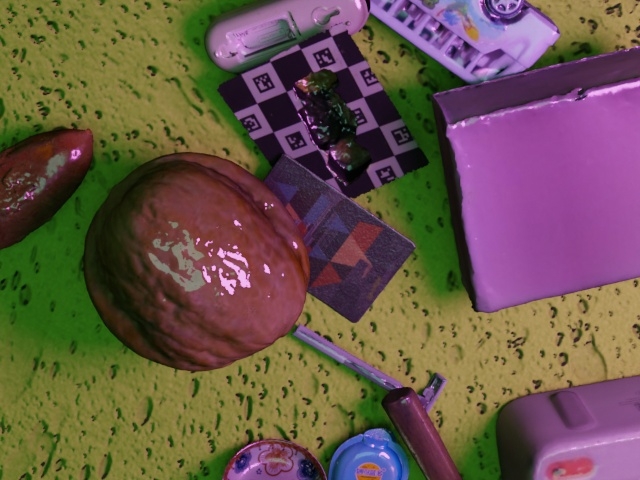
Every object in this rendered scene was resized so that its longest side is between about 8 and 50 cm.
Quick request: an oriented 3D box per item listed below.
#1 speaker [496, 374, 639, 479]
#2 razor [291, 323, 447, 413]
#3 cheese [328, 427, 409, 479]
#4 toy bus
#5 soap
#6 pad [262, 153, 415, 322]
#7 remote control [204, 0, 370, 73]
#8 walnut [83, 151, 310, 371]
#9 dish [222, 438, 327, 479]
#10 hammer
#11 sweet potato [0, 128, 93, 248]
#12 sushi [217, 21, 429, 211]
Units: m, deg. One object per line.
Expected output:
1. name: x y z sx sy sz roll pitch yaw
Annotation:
1. speaker: 0.444 0.278 1.664 0.406 0.184 0.183 -9 101 -1
2. razor: 0.057 0.169 1.706 0.211 0.036 0.084 29 95 -7
3. cheese: 0.051 0.366 1.740 0.106 0.037 0.256 12 106 -3
4. toy bus: 0.132 -0.314 1.593 0.329 0.109 0.136 35 106 -7
5. soap: 0.304 -0.071 1.602 0.296 0.107 0.285 -11 118 -1
6. pad: 0.000 0.000 1.675 0.211 0.003 0.143 34 110 -7
7. remote control: -0.044 -0.264 1.587 0.221 0.042 0.078 -15 117 23
8. walnut: -0.151 0.030 1.577 0.282 0.227 0.283 -1 94 -12
9. dish: -0.064 0.343 1.713 0.141 0.141 0.078 5 145 -7
10. hammer: 0.200 0.387 1.721 0.168 0.044 0.440 -27 103 13
11. sweet potato: -0.442 -0.024 1.622 0.385 0.109 0.109 -31 99 4
12. sushi: 0.009 -0.155 1.629 0.192 0.050 0.215 -24 112 27
